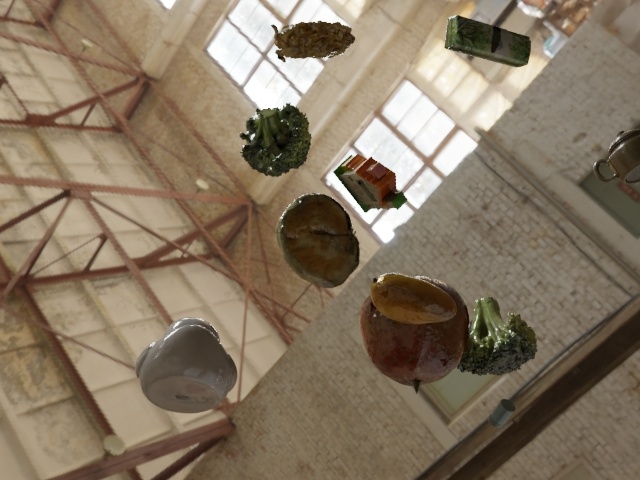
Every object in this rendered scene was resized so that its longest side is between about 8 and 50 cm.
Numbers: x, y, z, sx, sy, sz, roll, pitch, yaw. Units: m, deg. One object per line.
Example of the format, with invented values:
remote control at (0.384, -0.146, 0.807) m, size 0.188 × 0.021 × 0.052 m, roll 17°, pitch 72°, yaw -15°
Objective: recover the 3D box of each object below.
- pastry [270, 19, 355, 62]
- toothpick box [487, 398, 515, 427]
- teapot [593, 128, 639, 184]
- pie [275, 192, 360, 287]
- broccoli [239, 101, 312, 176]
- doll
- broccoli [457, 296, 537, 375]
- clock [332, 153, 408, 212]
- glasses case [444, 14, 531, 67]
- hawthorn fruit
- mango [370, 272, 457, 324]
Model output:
pastry at (-0.032, -0.571, 1.796) m, size 0.250 × 0.102 × 0.154 m, roll -14°, pitch -166°, yaw -31°
toothpick box at (0.564, 0.540, 1.959) m, size 0.052 × 0.083 × 0.052 m, roll 17°, pitch -147°, yaw -11°
teapot at (1.107, -0.311, 2.248) m, size 0.186 × 0.268 × 0.175 m, roll 29°, pitch -146°, yaw -55°
pie at (0.000, 0.000, 2.162) m, size 0.339 × 0.077 × 0.338 m, roll 8°, pitch -106°, yaw -30°
broccoli at (-0.122, -0.271, 1.693) m, size 0.226 × 0.198 × 0.176 m, roll -56°, pitch -47°, yaw -65°
doll at (-0.281, 0.249, 1.358) m, size 0.221 × 0.251 × 0.221 m, roll 7°, pitch -127°, yaw -10°
broccoli at (0.622, 0.353, 2.328) m, size 0.294 × 0.347 × 0.280 m, roll 3°, pitch -118°, yaw -10°
clock at (0.198, -0.217, 2.360) m, size 0.219 × 0.106 × 0.255 m, roll 51°, pitch 163°, yaw -17°
glasses case at (0.504, -0.594, 1.880) m, size 0.273 × 0.095 × 0.062 m, roll 5°, pitch -177°, yaw -24°
hawthorn fruit at (0.321, 0.328, 2.162) m, size 0.403 × 0.402 × 0.402 m, roll 33°, pitch -157°, yaw -16°
mango at (0.240, 0.157, 1.630) m, size 0.228 × 0.147 × 0.109 m, roll 16°, pitch -136°, yaw 13°
